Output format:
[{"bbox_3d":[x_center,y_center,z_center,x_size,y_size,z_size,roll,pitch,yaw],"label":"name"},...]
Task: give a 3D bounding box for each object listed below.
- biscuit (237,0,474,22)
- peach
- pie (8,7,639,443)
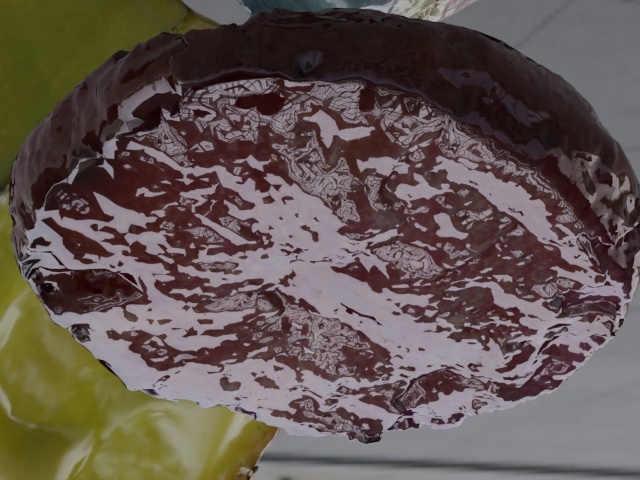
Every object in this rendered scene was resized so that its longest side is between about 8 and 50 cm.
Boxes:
[{"bbox_3d":[0.067,-0.197,0.764,0.309,0.186,0.079,-35,161,-17],"label":"biscuit"},{"bbox_3d":[-0.172,0.043,0.910,0.242,0.380,0.306,29,167,48],"label":"peach"},{"bbox_3d":[0.000,0.000,0.373,0.154,0.036,0.154,4,143,3],"label":"pie"}]
